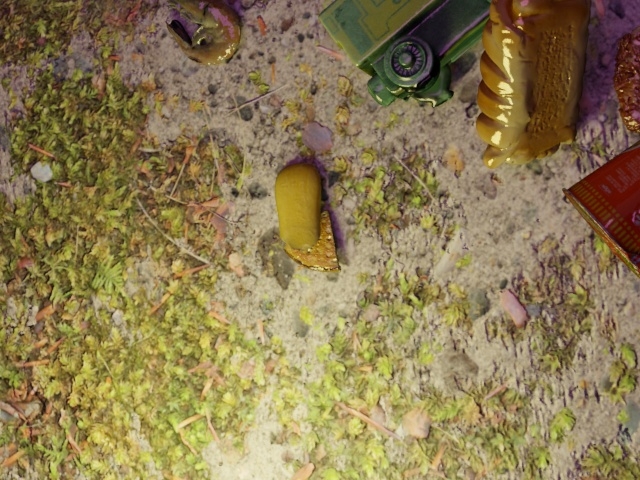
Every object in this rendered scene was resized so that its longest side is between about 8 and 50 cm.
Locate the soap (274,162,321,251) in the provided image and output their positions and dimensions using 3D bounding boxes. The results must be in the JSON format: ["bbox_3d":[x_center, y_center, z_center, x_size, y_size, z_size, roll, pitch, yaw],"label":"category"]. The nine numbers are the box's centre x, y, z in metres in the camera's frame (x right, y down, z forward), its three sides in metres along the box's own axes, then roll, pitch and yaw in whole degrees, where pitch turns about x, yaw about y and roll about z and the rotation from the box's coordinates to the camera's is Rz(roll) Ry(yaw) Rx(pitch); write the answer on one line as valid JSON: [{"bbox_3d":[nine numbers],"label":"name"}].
[{"bbox_3d":[-0.040,-0.056,1.947,0.089,0.033,0.168,-9,70,26],"label":"soap"}]

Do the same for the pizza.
[{"bbox_3d":[0.000,0.000,1.948,0.123,0.026,0.109,23,89,26],"label":"pizza"}]

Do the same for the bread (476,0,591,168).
[{"bbox_3d":[0.321,-0.265,1.703,0.121,0.172,0.311,-129,31,-48],"label":"bread"}]

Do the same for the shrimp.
[{"bbox_3d":[-0.240,-0.405,2.052,0.223,0.047,0.126,36,111,18],"label":"shrimp"}]

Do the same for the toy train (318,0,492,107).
[{"bbox_3d":[0.200,-0.388,1.820,0.369,0.150,0.237,-39,69,15],"label":"toy train"}]

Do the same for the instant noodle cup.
[{"bbox_3d":[0.502,-0.075,1.669,0.212,0.193,0.193,-41,74,8],"label":"instant noodle cup"}]

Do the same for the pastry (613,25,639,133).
[{"bbox_3d":[0.498,-0.244,1.734,0.087,0.063,0.169,1,84,14],"label":"pastry"}]
